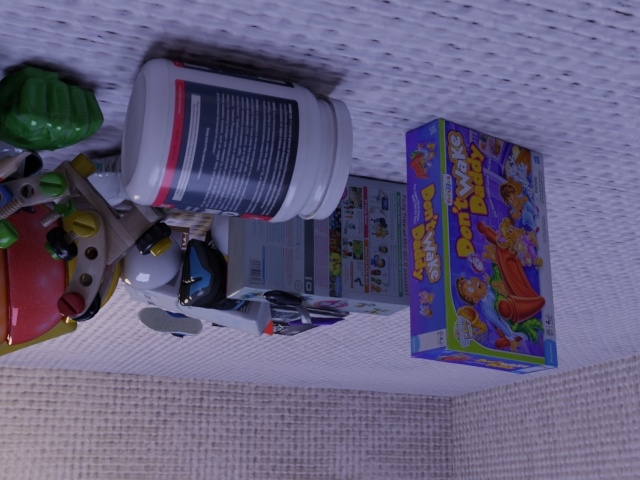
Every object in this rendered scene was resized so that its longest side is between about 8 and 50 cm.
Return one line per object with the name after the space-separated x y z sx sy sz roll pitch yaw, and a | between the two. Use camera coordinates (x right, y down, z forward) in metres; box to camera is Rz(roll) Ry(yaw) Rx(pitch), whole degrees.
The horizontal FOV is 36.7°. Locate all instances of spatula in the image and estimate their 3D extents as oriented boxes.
-0.036 0.112 1.566 0.084 0.030 0.296 -1 164 17 | spatula

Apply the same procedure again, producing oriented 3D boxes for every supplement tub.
-0.113 -0.126 1.275 0.272 0.191 0.191 7 162 -21 | supplement tub

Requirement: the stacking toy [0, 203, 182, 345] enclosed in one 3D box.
-0.483 0.042 1.712 0.479 0.351 0.350 -5 167 -26 | stacking toy

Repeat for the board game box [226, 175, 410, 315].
0.000 0.000 1.632 0.303 0.224 0.097 8 161 -21 | board game box

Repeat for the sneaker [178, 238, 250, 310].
-0.194 0.071 1.827 0.139 0.125 0.341 11 177 -6 | sneaker

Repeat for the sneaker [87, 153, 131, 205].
-0.337 -0.108 1.553 0.094 0.080 0.212 23 155 -28 | sneaker

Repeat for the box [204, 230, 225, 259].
-0.101 0.057 2.032 0.216 0.060 0.270 9 166 19 | box

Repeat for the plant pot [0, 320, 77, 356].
-0.629 0.082 1.914 0.212 0.212 0.187 -19 148 -8 | plant pot

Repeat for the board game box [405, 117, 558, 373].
0.242 0.014 1.459 0.233 0.347 0.078 12 159 -35 | board game box

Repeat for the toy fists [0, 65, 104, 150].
-0.423 -0.185 1.263 0.279 0.096 0.142 12 172 -37 | toy fists

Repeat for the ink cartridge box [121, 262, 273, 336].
-0.271 0.160 2.229 0.308 0.091 0.385 15 159 5 | ink cartridge box

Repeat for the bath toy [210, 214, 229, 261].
-0.050 0.013 1.799 0.348 0.152 0.129 12 150 -27 | bath toy

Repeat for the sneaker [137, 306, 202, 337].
-0.357 0.192 2.255 0.152 0.058 0.084 11 169 -18 | sneaker

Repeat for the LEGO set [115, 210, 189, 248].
-0.397 0.005 1.878 0.287 0.132 0.107 -25 -176 -4 | LEGO set

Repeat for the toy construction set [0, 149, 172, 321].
-0.354 -0.052 1.406 0.237 0.257 0.309 -35 154 6 | toy construction set

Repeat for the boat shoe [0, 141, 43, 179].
-0.478 -0.114 1.514 0.081 0.079 0.227 3 163 -10 | boat shoe

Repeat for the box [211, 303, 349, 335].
-0.105 0.167 2.433 0.242 0.077 0.307 11 160 -28 | box
